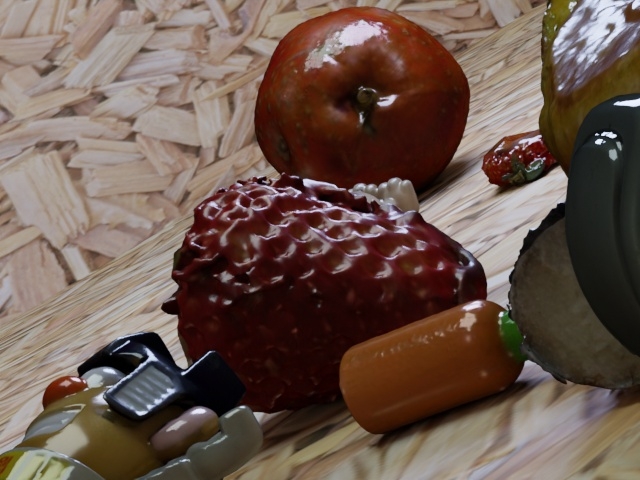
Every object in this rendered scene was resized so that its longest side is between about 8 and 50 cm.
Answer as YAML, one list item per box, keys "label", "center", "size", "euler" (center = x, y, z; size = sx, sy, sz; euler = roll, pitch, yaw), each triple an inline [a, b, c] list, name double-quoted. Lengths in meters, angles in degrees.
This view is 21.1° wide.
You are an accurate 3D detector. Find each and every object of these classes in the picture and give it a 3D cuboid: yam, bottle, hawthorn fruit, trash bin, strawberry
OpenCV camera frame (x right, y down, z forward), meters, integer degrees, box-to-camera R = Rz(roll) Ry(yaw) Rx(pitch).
- label: "yam"
  center: [0.227, -0.008, 1.100]
  size: [0.131, 0.131, 0.279]
  euler: [-22, 7, 36]
- label: "bottle"
  center: [0.105, 0.076, 1.167]
  size: [0.187, 0.069, 0.069]
  euler: [-21, 10, 28]
- label: "hawthorn fruit"
  center: [0.052, -0.166, 2.150]
  size: [0.275, 0.275, 0.299]
  euler: [-28, 0, -3]
- label: "trash bin"
  center: [0.250, -0.022, 0.921]
  size: [0.236, 0.177, 0.101]
  euler: [-26, 7, -11]
- label: "strawberry"
  center: [0.012, 0.039, 1.358]
  size: [0.244, 0.205, 0.205]
  euler: [-1, 20, 26]
- label: "strawberry"
  center: [0.233, -0.101, 1.904]
  size: [0.104, 0.048, 0.152]
  euler: [-18, 15, 32]

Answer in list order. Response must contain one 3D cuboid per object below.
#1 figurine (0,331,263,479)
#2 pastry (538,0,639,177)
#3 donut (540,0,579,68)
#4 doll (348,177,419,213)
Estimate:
- label: "figurine"
  center: [-0.161, 0.175, 1.143]
  size: [0.308, 0.143, 0.308]
  euler: [-12, 20, 5]
- label: "pastry"
  center: [0.327, -0.174, 1.412]
  size: [0.356, 0.164, 0.356]
  euler: [-44, 13, 13]
- label: "donut"
  center: [0.371, -0.256, 1.889]
  size: [0.272, 0.107, 0.272]
  euler: [-36, 42, 42]
- label: "doll"
  center: [0.002, -0.001, 1.797]
  size: [0.154, 0.119, 0.278]
  euler: [-10, 13, 25]
